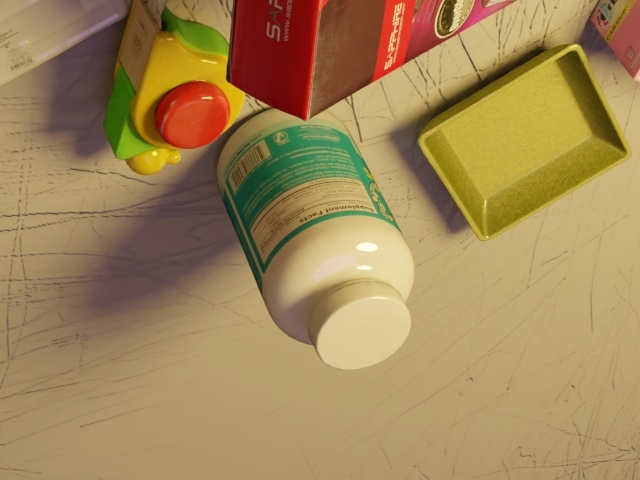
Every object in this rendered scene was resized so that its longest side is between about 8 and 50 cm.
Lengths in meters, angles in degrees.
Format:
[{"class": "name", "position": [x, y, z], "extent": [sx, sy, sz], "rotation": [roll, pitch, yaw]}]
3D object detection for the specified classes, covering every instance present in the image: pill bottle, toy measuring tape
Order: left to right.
[{"class": "toy measuring tape", "position": [-0.107, -0.186, 1.490], "extent": [0.121, 0.121, 0.330], "rotation": [1, 133, -24]}, {"class": "pill bottle", "position": [0.000, 0.000, 1.606], "extent": [0.146, 0.264, 0.146], "rotation": [-12, 135, -12]}]

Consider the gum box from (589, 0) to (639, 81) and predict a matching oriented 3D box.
[{"class": "gum box", "position": [0.379, -0.199, 1.695], "extent": [0.188, 0.107, 0.062], "rotation": [9, 126, -30]}]

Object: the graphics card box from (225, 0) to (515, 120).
[{"class": "graphics card box", "position": [0.084, -0.274, 1.386], "extent": [0.371, 0.094, 0.233], "rotation": [-33, 143, -40]}]

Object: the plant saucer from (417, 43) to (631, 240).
[{"class": "plant saucer", "position": [0.207, -0.109, 1.749], "extent": [0.188, 0.045, 0.188], "rotation": [-31, 135, 6]}]

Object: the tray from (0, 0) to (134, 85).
[{"class": "tray", "position": [-0.283, -0.181, 1.467], "extent": [0.270, 0.030, 0.145], "rotation": [-28, 148, 4]}]
